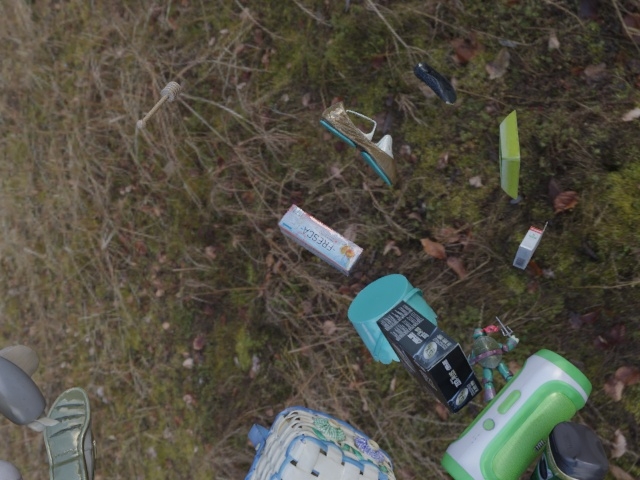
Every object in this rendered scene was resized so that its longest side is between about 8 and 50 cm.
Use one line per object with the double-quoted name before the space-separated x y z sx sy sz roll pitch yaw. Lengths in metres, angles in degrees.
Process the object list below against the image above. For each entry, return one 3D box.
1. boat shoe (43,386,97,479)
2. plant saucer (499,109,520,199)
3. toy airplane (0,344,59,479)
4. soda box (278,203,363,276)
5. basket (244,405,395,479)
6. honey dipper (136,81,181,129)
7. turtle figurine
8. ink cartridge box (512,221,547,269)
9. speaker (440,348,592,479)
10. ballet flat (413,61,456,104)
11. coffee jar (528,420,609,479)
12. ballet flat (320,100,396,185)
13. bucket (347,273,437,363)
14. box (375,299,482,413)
"boat shoe" -0.644 0.537 1.278 0.103 0.113 0.302 98 159 -48
"plant saucer" 0.543 -0.244 1.425 0.045 0.188 0.188 -2 57 18
"toy airplane" -0.540 0.307 0.665 0.273 0.384 0.385 5 67 5
"soda box" 0.000 0.000 1.050 0.183 0.063 0.058 34 78 12
"basket" 0.001 0.403 0.831 0.201 0.255 0.289 -61 6 -19
"honey dipper" -0.319 -0.265 0.973 0.030 0.031 0.160 -41 23 39
"turtle figurine" 0.496 0.344 1.446 0.175 0.118 0.234 -29 55 28
"ink cartridge box" 0.472 0.006 1.109 0.029 0.115 0.062 25 140 24
"speaker" 0.365 0.348 0.922 0.296 0.131 0.131 -45 52 -7
"ballet flat" 0.364 -0.493 1.553 0.173 0.057 0.049 48 166 4
"coffee jar" 0.397 0.389 0.804 0.079 0.096 0.184 10 118 7
"ballet flat" 0.156 -0.333 1.643 0.342 0.116 0.124 41 94 -8
"bucket" 0.242 0.260 1.692 0.281 0.281 0.183 -19 116 45
"box" 0.209 0.224 0.966 0.078 0.147 0.180 -38 32 -9
